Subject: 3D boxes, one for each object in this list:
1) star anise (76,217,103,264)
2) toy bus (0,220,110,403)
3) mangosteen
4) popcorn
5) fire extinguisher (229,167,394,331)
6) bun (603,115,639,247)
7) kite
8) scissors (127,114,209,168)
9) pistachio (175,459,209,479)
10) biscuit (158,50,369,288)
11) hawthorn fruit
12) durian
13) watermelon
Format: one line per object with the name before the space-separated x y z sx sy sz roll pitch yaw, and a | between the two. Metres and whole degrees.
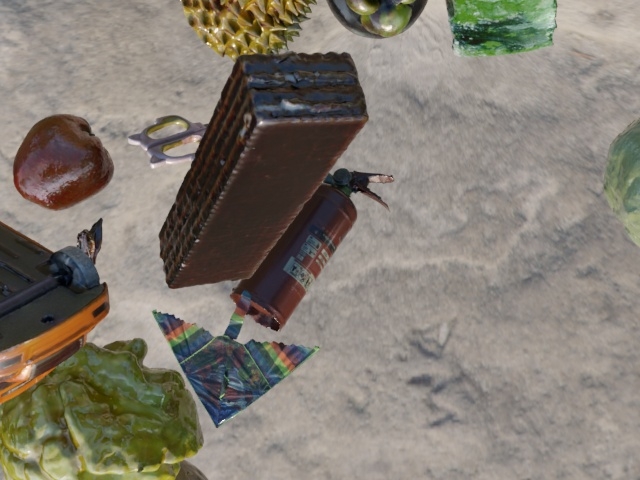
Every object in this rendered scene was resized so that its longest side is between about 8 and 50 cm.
star anise | -0.501 0.025 1.873 0.053 0.157 0.212 15 143 -9
toy bus | -0.349 0.053 0.844 0.329 0.143 0.153 23 128 30
mangosteen | 0.107 -0.499 1.688 0.242 0.243 0.243 2 107 6
popcorn | -0.320 0.264 1.226 0.282 0.282 0.247 -34 75 14
fire extinguisher | 0.000 0.000 1.476 0.147 0.106 0.337 29 70 19
bun | 0.372 -0.042 0.915 0.195 0.195 0.118 43 109 -7
kite | -0.060 0.074 0.553 0.122 0.004 0.090 16 94 22
scissors | -0.234 -0.224 1.795 0.160 0.317 0.024 44 141 30
pistachio | -0.232 0.453 1.479 0.126 0.186 0.108 -15 141 -5
biscuit | -0.074 -0.051 0.872 0.107 0.388 0.073 -6 69 -24
hawthorn fruit | -0.374 -0.108 1.253 0.138 0.133 0.133 -39 100 -12
durian | -0.096 -0.329 1.201 0.153 0.260 0.187 35 124 33
watermelon | 0.255 -0.447 1.457 0.151 0.302 0.264 -27 146 3
